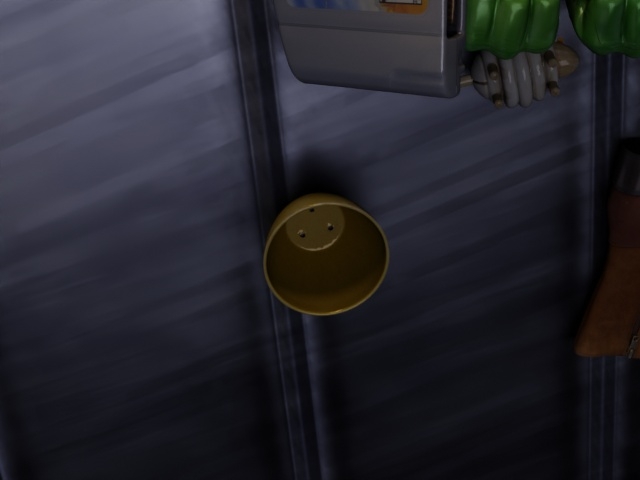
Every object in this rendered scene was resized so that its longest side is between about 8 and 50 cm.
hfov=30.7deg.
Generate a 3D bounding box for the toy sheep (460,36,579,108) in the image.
[{"bbox_3d":[0.203,-0.178,1.213,0.132,0.091,0.091,-8,118,5],"label":"toy sheep"}]

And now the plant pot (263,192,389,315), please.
[{"bbox_3d":[0.000,0.000,1.263,0.134,0.095,0.134,-4,118,-7],"label":"plant pot"}]

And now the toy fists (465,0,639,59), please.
[{"bbox_3d":[0.235,-0.244,1.141,0.279,0.142,0.096,-1,135,-10],"label":"toy fists"}]

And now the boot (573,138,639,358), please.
[{"bbox_3d":[0.448,0.028,1.351,0.264,0.096,0.280,0,117,-9],"label":"boot"}]

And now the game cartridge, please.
[{"bbox_3d":[0.041,-0.287,1.082,0.198,0.062,0.297,8,111,28],"label":"game cartridge"}]
